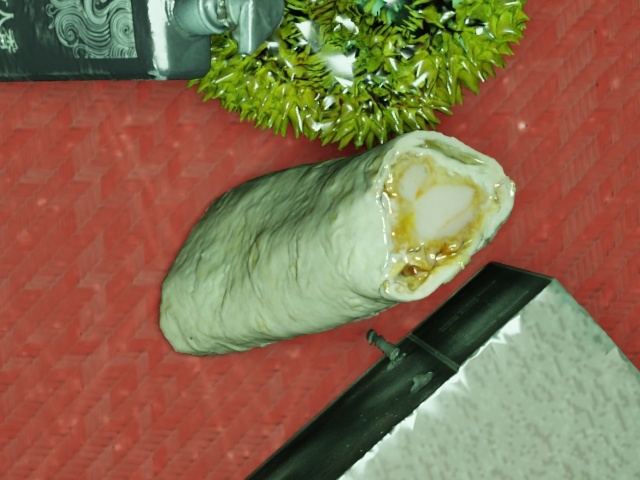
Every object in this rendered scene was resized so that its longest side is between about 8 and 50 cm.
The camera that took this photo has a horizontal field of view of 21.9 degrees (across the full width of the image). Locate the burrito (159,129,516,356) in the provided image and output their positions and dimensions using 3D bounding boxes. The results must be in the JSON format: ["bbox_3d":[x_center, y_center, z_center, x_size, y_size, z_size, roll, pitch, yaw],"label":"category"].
[{"bbox_3d":[-0.001,0.003,1.197,0.105,0.299,0.143,42,59,-20],"label":"burrito"}]

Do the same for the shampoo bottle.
[{"bbox_3d":[-0.153,-0.160,1.158,0.309,0.071,0.098,3,98,37],"label":"shampoo bottle"}]

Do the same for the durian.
[{"bbox_3d":[0.023,-0.202,1.200,0.291,0.225,0.291,9,111,26],"label":"durian"}]

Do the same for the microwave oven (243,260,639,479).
[{"bbox_3d":[0.091,0.279,1.210,0.432,0.236,0.374,-42,96,-2],"label":"microwave oven"}]
